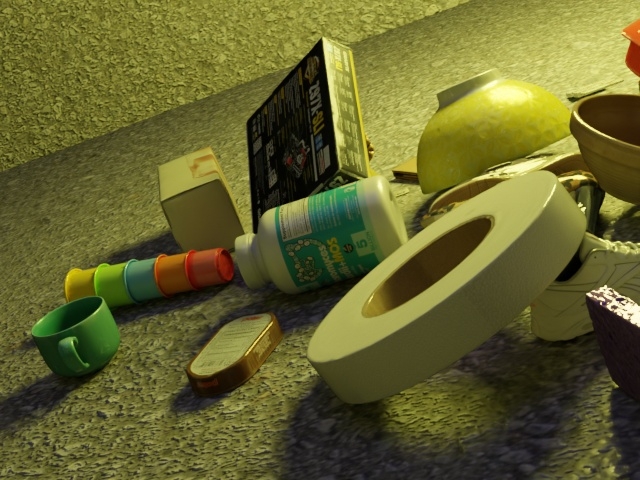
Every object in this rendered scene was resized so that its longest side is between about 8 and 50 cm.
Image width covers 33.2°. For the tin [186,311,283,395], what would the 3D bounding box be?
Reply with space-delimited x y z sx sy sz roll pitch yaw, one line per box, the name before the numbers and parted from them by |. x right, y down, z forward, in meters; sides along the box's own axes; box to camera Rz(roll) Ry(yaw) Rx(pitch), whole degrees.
tin | -0.125 0.163 1.587 0.106 0.040 0.190 -6 24 27

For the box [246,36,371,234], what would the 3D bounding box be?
box | -0.029 -0.160 1.901 0.257 0.079 0.322 -41 41 37

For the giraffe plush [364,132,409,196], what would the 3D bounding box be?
giraffe plush | 0.043 -0.128 1.982 0.210 0.170 0.181 -26 19 -14

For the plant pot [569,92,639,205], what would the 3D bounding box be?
plant pot | 0.472 -0.121 1.550 0.237 0.110 0.237 5 27 -2

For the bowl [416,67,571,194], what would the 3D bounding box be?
bowl | 0.282 -0.204 1.852 0.289 0.156 0.289 -23 2 1

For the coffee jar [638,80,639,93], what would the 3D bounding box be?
coffee jar | 0.653 -0.272 1.871 0.184 0.079 0.096 -16 22 13

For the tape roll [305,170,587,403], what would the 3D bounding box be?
tape roll | 0.154 0.054 1.354 0.392 0.072 0.392 -37 8 6

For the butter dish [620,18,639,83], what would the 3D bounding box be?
butter dish | 0.636 -0.334 2.014 0.160 0.118 0.160 34 39 19

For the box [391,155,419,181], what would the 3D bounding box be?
box | 0.262 -0.166 2.086 0.201 0.021 0.164 -30 21 -25

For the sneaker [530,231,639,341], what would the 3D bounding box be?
sneaker | 0.355 0.034 1.303 0.232 0.115 0.090 -23 19 -4

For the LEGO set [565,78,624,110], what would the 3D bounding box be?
LEGO set | 0.465 -0.256 2.114 0.244 0.060 0.182 -19 7 3

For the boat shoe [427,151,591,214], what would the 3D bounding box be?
boat shoe | 0.292 -0.071 1.688 0.285 0.103 0.092 -22 14 -12

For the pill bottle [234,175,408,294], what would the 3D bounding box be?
pill bottle | 0.000 0.000 1.724 0.264 0.146 0.146 -18 19 12

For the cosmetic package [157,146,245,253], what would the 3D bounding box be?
cosmetic package | -0.243 -0.076 2.176 0.129 0.153 0.296 -23 20 -1

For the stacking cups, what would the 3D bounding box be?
stacking cups | -0.312 0.065 1.949 0.316 0.096 0.096 -14 21 22

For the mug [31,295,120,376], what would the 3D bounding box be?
mug | -0.402 0.171 1.758 0.129 0.097 0.158 -9 23 30

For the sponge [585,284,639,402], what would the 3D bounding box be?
sponge | 0.340 0.128 1.068 0.031 0.117 0.210 -25 20 -8

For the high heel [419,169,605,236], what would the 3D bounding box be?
high heel | 0.292 -0.052 1.618 0.261 0.093 0.186 4 33 18
